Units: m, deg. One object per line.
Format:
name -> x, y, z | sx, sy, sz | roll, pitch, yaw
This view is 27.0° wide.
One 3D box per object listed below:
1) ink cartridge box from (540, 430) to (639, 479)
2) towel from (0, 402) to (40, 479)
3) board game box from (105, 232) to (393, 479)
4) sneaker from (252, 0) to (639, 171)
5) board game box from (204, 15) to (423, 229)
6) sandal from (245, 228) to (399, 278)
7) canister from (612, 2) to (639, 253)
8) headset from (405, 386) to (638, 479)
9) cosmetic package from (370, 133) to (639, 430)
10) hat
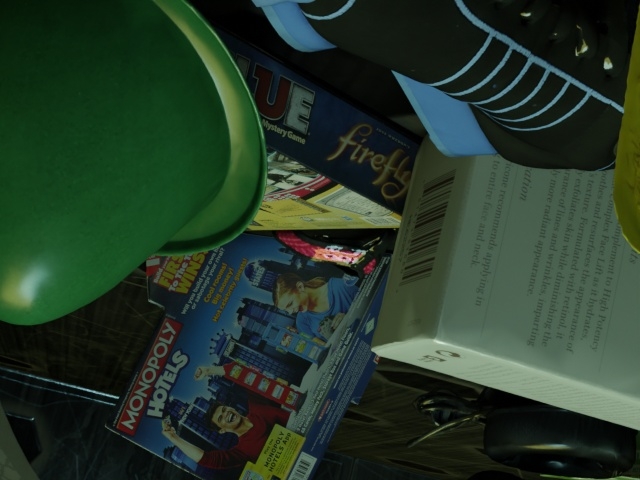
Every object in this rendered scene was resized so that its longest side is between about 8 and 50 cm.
ink cartridge box -> 0.324, 0.204, 1.255 | 0.209, 0.062, 0.109 | 11, 168, -21
towel -> -0.288, 0.027, 0.750 | 0.053, 0.332, 0.317 | -31, 161, 4
board game box -> -0.061, 0.070, 0.955 | 0.194, 0.194, 0.060 | 23, 172, 28
sneaker -> 0.055, -0.076, 0.391 | 0.090, 0.081, 0.232 | 4, 171, 25
board game box -> -0.082, -0.051, 0.700 | 0.165, 0.042, 0.243 | 25, 163, -41
sandal -> 0.000, 0.000, 0.830 | 0.179, 0.040, 0.067 | 3, 163, 38
canister -> 0.169, -0.031, 0.347 | 0.169, 0.126, 0.073 | 18, 166, -25
headset -> 0.199, 0.207, 1.117 | 0.185, 0.243, 0.394 | 18, -174, -29
cosmetic package -> 0.153, 0.027, 0.627 | 0.231, 0.117, 0.085 | 18, 167, -14
hat -> -0.133, 0.008, 0.525 | 0.173, 0.184, 0.208 | 11, 138, 22
